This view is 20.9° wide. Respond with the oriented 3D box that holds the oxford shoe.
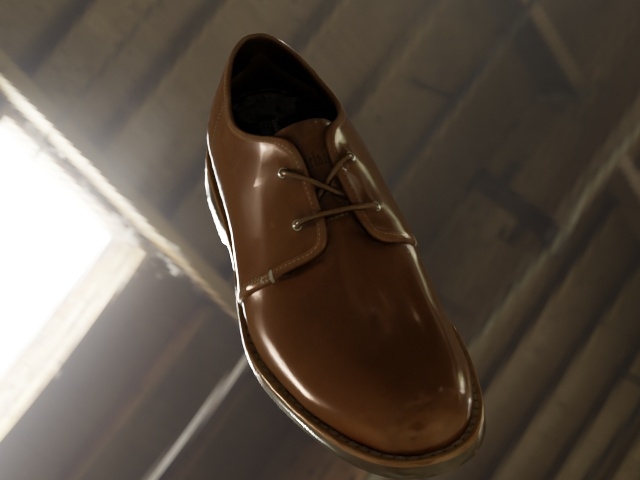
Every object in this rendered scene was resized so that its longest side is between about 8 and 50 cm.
[{"bbox_3d":[0.000,0.000,0.655,0.076,0.212,0.076,-16,-43,-15],"label":"oxford shoe"}]
